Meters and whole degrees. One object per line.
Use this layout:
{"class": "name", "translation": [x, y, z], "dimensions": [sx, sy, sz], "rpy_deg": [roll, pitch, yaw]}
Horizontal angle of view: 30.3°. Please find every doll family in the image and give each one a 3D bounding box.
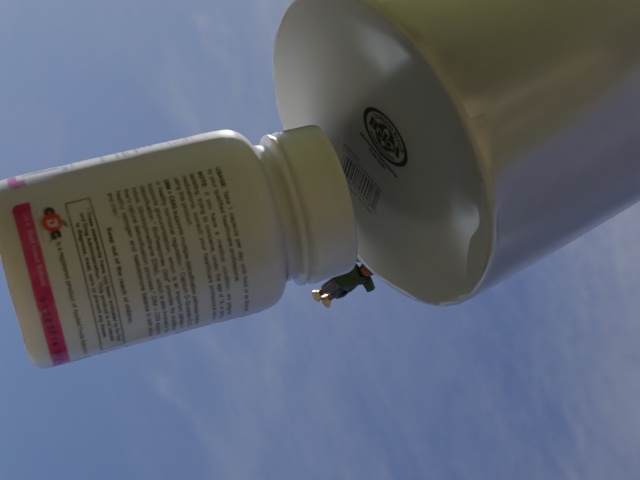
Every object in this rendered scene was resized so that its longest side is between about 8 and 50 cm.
{"class": "doll family", "translation": [0.000, 0.000, 1.498], "dimensions": [0.111, 0.193, 0.076], "rpy_deg": [-34, -138, 25]}

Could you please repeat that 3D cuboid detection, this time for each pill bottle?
{"class": "pill bottle", "translation": [-0.122, -0.003, 1.001], "dimensions": [0.160, 0.283, 0.160], "rpy_deg": [166, -90, -77]}

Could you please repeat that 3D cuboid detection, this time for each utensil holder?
{"class": "utensil holder", "translation": [0.196, -0.159, 1.089], "dimensions": [0.327, 0.385, 0.328], "rpy_deg": [43, -31, 34]}
